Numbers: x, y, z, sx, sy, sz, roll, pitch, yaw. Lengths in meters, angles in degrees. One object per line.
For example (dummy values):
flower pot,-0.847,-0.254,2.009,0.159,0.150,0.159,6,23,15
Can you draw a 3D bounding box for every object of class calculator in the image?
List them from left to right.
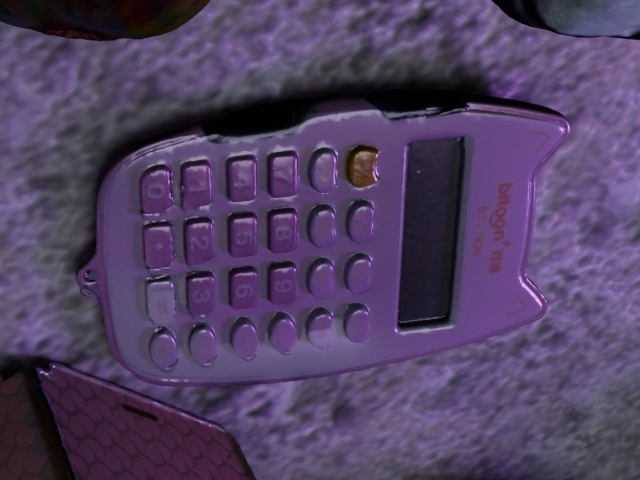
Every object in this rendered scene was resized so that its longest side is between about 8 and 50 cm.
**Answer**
calculator,0.000,-0.001,0.947,0.294,0.043,0.194,-8,126,-13

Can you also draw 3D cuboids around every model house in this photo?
model house,-0.144,0.204,0.950,0.326,0.169,0.244,-6,123,-17

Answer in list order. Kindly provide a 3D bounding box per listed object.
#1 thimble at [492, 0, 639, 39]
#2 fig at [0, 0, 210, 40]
thimble,0.163,-0.211,0.755,0.150,0.237,0.237,0,123,-26
fig,-0.092,-0.213,0.723,0.149,0.149,0.245,10,94,-27
